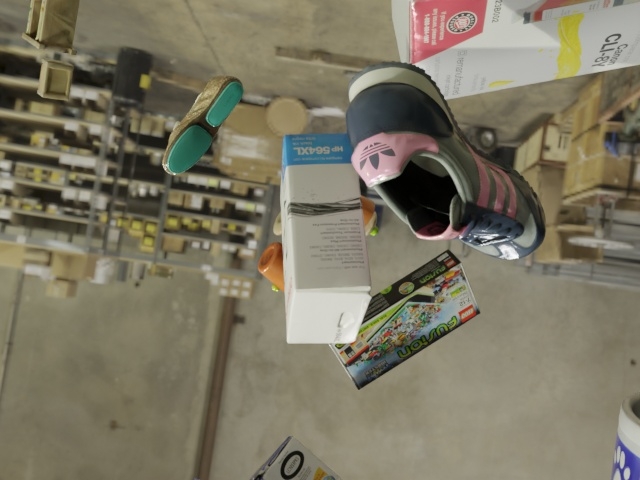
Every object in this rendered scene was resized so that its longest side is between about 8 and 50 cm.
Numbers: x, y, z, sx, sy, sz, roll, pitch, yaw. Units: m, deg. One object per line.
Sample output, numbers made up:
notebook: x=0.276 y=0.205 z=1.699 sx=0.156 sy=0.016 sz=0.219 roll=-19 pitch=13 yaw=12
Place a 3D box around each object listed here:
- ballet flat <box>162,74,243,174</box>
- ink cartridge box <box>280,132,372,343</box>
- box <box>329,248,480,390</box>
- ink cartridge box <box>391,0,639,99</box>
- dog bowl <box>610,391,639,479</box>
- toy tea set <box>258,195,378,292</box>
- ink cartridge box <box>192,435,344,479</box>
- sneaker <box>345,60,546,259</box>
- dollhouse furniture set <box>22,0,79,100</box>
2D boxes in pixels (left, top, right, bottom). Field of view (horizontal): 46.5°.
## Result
ballet flat: x=-0.215 y=-0.207 z=1.316 sx=0.067 sy=0.206 sz=0.073 roll=33 pitch=171 yaw=41
ink cartridge box: x=0.000 y=0.000 z=0.863 sx=0.086 sy=0.203 sz=0.148 roll=-1 pitch=150 yaw=-6
box: x=0.114 y=0.110 z=1.027 sx=0.114 sy=0.207 sz=0.036 roll=60 pitch=177 yaw=-40
ink cartridge box: x=0.293 y=-0.336 z=0.979 sx=0.384 sy=0.160 sz=0.279 roll=-10 pitch=163 yaw=4
dog bowl: x=0.411 y=0.229 z=0.688 sx=0.265 sy=0.104 sz=0.265 roll=7 pitch=-174 yaw=-1
toy tea set: x=0.004 y=0.009 z=1.527 sx=0.124 sy=0.200 sz=0.336 roll=33 pitch=158 yaw=-24
ink cartridge box: x=-0.025 y=0.449 z=0.970 sx=0.395 sy=0.151 sz=0.270 roll=40 pitch=-148 yaw=5
sneaker: x=0.131 y=-0.035 z=0.753 sx=0.112 sy=0.131 sz=0.319 roll=-24 pitch=137 yaw=35
dollhouse furniture set: x=-0.462 y=-0.323 z=1.128 sx=0.161 sy=0.182 sz=0.101 roll=2 pitch=-158 yaw=-39
